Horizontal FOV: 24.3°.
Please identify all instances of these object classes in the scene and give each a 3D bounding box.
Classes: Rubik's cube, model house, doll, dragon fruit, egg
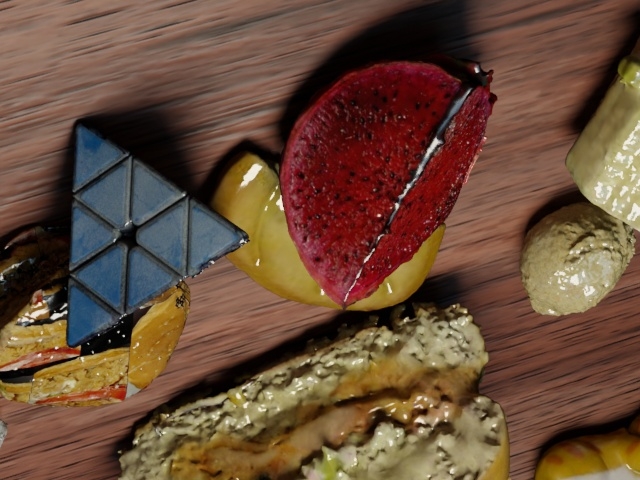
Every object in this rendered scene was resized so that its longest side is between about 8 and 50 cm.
[{"bbox_3d":[-0.193,-0.017,1.359,0.190,0.178,0.211,-36,-178,-12],"label":"Rubik's cube"},{"bbox_3d":[0.373,-0.115,1.525,0.234,0.174,0.193,14,127,-22],"label":"model house"},{"bbox_3d":[0.412,0.313,1.968,0.270,0.162,0.166,-18,107,2],"label":"doll"},{"bbox_3d":[0.063,-0.081,1.424,0.189,0.163,0.261,29,109,-10],"label":"dragon fruit"},{"bbox_3d":[0.281,0.020,1.638,0.140,0.116,0.118,-38,137,3],"label":"egg"}]

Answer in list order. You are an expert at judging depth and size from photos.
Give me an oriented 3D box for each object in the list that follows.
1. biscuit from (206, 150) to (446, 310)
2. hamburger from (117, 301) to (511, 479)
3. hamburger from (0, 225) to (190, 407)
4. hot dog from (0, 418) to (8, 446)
[{"bbox_3d":[-0.004,0.002,1.546,0.299,0.045,0.154,19,124,-36],"label":"biscuit"},{"bbox_3d":[0.028,0.285,1.685,0.446,0.268,0.287,-26,145,9],"label":"hamburger"},{"bbox_3d":[-0.240,0.084,1.482,0.231,0.107,0.231,-17,136,-18],"label":"hamburger"},{"bbox_3d":[-0.402,0.182,1.545,0.099,0.053,0.192,-33,135,9],"label":"hot dog"}]
